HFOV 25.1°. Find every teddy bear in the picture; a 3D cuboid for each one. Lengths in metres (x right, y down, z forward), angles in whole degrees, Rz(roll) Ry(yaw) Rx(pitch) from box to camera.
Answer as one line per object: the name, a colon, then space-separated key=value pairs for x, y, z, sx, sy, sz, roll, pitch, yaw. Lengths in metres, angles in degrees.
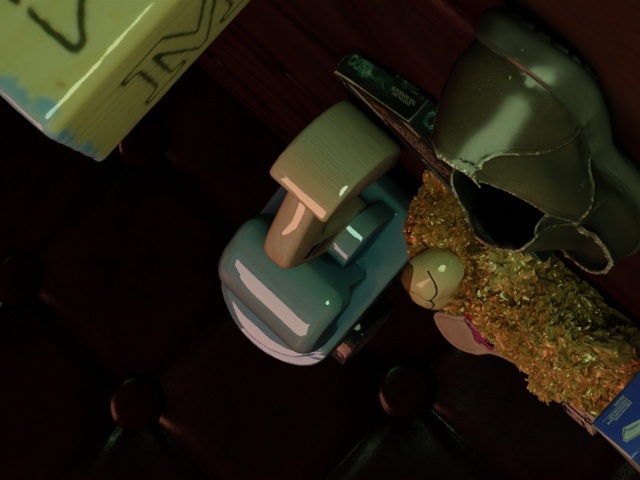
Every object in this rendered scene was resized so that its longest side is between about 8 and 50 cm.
teddy bear: x=0.192 y=0.075 z=1.260 sx=0.338 sy=0.113 sz=0.245 roll=42 pitch=178 yaw=9

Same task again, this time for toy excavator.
toy excavator: x=0.000 y=0.000 z=1.681 sx=0.222 sy=0.433 sz=0.445 roll=43 pitch=-152 yaw=7

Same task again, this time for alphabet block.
alphabet block: x=-0.167 y=-0.193 z=0.978 sx=0.192 sy=0.197 sz=0.193 roll=43 pitch=180 yaw=1

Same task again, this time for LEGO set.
LEGO set: x=0.265 y=0.130 z=1.634 sx=0.227 sy=0.087 sz=0.093 roll=42 pitch=165 yaw=37

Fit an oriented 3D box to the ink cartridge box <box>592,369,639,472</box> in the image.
ink cartridge box: x=0.282 y=0.150 z=1.048 sx=0.207 sy=0.097 sz=0.046 roll=42 pitch=180 yaw=-45

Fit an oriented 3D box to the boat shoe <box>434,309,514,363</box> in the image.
boat shoe: x=0.250 y=0.113 z=1.859 sx=0.095 sy=0.079 sz=0.254 roll=56 pitch=159 yaw=-20

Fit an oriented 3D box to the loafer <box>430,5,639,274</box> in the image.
loafer: x=0.097 y=-0.031 z=0.677 sx=0.080 sy=0.078 sz=0.220 roll=42 pitch=180 yaw=32

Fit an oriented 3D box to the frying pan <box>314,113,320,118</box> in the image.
frying pan: x=0.123 y=-0.034 z=1.922 sx=0.326 sy=0.053 sz=0.197 roll=39 pitch=-179 yaw=-28

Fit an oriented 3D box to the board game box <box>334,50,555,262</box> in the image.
board game box: x=0.099 y=-0.065 z=1.110 sx=0.186 sy=0.026 sz=0.126 roll=42 pitch=-179 yaw=-36
